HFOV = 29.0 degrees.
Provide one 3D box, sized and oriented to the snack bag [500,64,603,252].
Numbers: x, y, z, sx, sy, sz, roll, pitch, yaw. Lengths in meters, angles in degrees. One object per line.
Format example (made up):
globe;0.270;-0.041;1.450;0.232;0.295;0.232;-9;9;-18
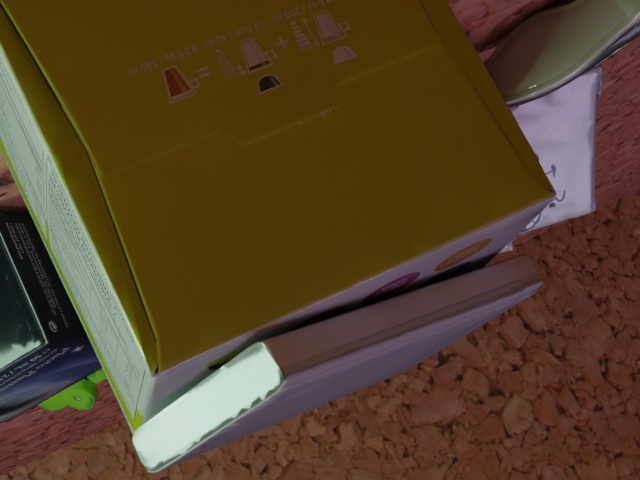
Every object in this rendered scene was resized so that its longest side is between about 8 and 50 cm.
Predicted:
snack bag;0.287;-0.103;1.937;0.342;0.037;0.323;-17;133;-7

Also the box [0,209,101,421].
box;-0.397;0.108;1.534;0.296;0.183;0.294;-30;170;18

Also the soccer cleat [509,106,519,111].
soccer cleat;0.208;-0.194;1.780;0.248;0.095;0.083;-33;176;-4

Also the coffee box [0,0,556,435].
coffee box;-0.068;-0.067;1.051;0.337;0.338;0.334;-23;168;-17

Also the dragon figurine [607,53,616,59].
dragon figurine;0.498;-0.338;1.745;0.289;0.085;0.144;-19;170;-14

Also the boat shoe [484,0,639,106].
boat shoe;0.362;-0.269;1.641;0.319;0.116;0.099;-35;146;20

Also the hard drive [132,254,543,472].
hard drive;0.020;0.097;1.016;0.307;0.040;0.203;-16;164;-44

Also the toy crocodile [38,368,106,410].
toy crocodile;-0.399;0.207;2.215;0.340;0.105;0.115;-36;-153;37
